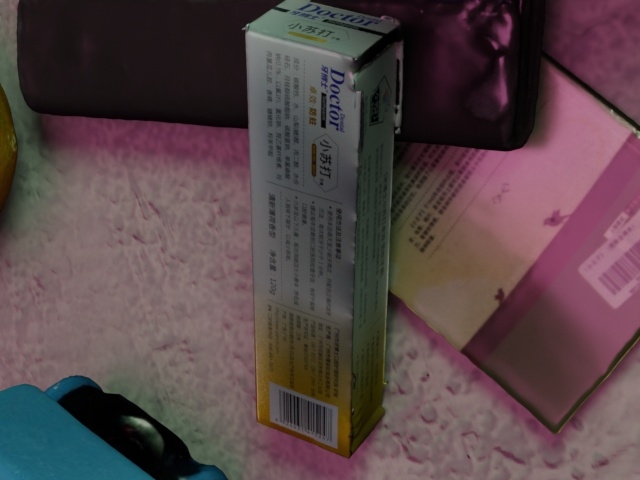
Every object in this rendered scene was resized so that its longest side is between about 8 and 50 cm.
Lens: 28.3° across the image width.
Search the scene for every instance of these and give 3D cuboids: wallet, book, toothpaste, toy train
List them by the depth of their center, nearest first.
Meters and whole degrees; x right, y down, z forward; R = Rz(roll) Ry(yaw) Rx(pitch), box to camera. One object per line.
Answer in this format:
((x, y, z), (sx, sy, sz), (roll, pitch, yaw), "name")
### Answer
((0.000, 0.000, 0.841), (0.089, 0.071, 0.313), (18, 127, 25), "toothpaste")
((0.109, -0.034, 0.858), (0.289, 0.026, 0.201), (43, 113, 16), "book")
((-0.041, -0.189, 0.876), (0.406, 0.062, 0.228), (7, 94, 30), "wallet")
((-0.221, 0.264, 0.949), (0.188, 0.265, 0.300), (33, 113, 19), "toy train")

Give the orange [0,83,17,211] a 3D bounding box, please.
((-0.333, -0.089, 1.009), (0.179, 0.158, 0.237), (-42, 78, 28), "orange")
